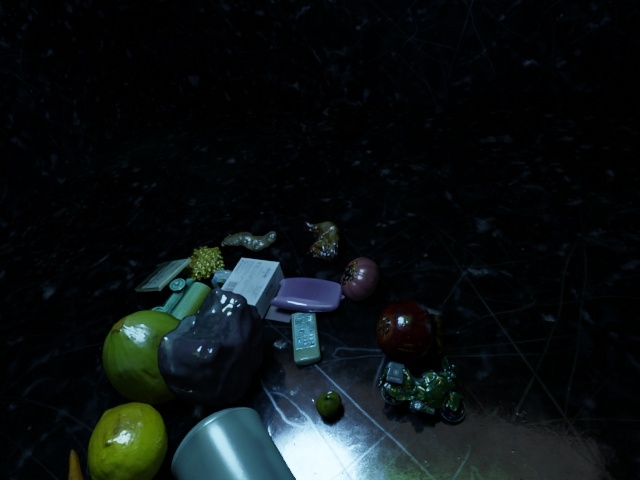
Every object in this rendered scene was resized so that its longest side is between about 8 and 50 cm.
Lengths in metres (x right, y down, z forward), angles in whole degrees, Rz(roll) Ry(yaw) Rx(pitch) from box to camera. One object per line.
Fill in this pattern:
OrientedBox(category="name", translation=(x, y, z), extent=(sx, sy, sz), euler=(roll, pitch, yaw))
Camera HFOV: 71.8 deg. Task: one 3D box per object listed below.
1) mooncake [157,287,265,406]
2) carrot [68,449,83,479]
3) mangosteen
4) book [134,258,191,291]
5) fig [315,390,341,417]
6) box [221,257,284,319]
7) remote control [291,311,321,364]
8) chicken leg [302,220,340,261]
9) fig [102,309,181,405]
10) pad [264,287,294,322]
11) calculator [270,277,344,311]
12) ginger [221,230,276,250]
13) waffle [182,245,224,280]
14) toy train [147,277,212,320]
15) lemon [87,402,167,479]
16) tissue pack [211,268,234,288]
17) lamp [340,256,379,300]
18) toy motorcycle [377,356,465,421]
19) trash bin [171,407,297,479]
OrientedBox(category="mooncake", translation=(-0.341, 0.372, 1.507), extent=(0.213, 0.350, 0.381), euler=(4, 45, 21))
OrientedBox(category="carrot", translation=(-0.784, 0.771, 1.416), extent=(0.061, 0.061, 0.257), euler=(-26, 33, -14))
OrientedBox(category="mangosteen", translation=(0.320, 0.318, 1.516), extent=(0.258, 0.215, 0.215), euler=(15, 37, -19))
OrientedBox(category="book", translation=(-0.722, 0.160, 2.020), extent=(0.290, 0.026, 0.201), euler=(-10, 30, 47))
OrientedBox(category="fig", translation=(0.022, 0.522, 1.427), extent=(0.084, 0.098, 0.082), euler=(-20, 41, 11))
OrientedBox(category="box", translation=(-0.297, 0.203, 1.873), extent=(0.195, 0.111, 0.260), euler=(7, 42, 22))
OrientedBox(category="remote control", translation=(-0.056, 0.364, 1.677), extent=(0.098, 0.038, 0.233), euler=(-11, 40, 2))
OrientedBox(category="chicken leg", translation=(0.011, -0.007, 2.058), extent=(0.178, 0.083, 0.322), euler=(-24, 42, 11))
OrientedBox(category="fig", translation=(-0.601, 0.396, 1.566), extent=(0.344, 0.343, 0.343), euler=(-8, 41, 7))
OrientedBox(category="pad", translation=(-0.147, 0.260, 1.846), extent=(0.113, 0.006, 0.187), euler=(6, 46, 21))
OrientedBox(category="calculator", translation=(-0.047, 0.217, 1.809), extent=(0.295, 0.043, 0.194), euler=(3, 31, 11))
OrientedBox(category="ginger", translation=(-0.345, 0.002, 2.156), extent=(0.291, 0.084, 0.122), euler=(-1, 20, 21))
OrientedBox(category="waffle", translation=(-0.560, 0.106, 2.091), extent=(0.197, 0.070, 0.193), euler=(-18, 41, -5))
OrientedBox(category="toy train", translation=(-0.588, 0.281, 1.855), extent=(0.190, 0.126, 0.307), euler=(4, 42, 21))
OrientedBox(category="lemon", translation=(-0.597, 0.635, 1.376), extent=(0.234, 0.233, 0.288), euler=(-21, 39, -8))
OrientedBox(category="tissue pack", translation=(-0.418, 0.168, 1.972), extent=(0.111, 0.079, 0.085), euler=(6, 45, 21))
OrientedBox(category="lamp", translation=(0.164, 0.157, 1.767), extent=(0.182, 0.140, 0.182), euler=(-47, 27, 34))
OrientedBox(category="toy motorcycle", translation=(0.325, 0.449, 1.395), extent=(0.275, 0.124, 0.186), euler=(12, 65, 8))
OrientedBox(category="trash bin", translation=(-0.209, 0.669, 1.196), extent=(0.280, 0.280, 0.432), euler=(-32, 47, -20))
